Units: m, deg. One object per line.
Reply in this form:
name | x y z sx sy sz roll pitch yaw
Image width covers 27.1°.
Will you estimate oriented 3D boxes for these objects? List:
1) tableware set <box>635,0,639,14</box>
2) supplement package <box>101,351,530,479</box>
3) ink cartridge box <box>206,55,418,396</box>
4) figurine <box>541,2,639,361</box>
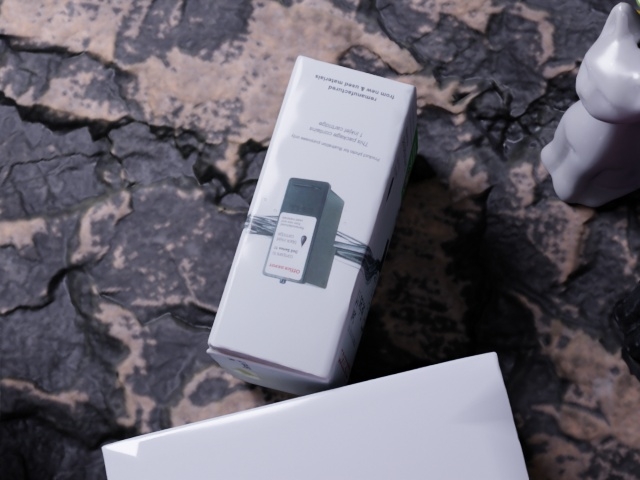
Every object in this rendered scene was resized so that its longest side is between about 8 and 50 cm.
tableware set | 0.291 -0.134 0.997 0.154 0.024 0.104 34 79 12
supplement package | 0.013 0.209 0.875 0.261 0.145 0.204 -13 76 1
ink cartridge box | 0.000 0.000 0.924 0.086 0.153 0.209 16 79 8
figurine | 0.224 -0.035 0.881 0.092 0.209 0.215 -22 75 -1
